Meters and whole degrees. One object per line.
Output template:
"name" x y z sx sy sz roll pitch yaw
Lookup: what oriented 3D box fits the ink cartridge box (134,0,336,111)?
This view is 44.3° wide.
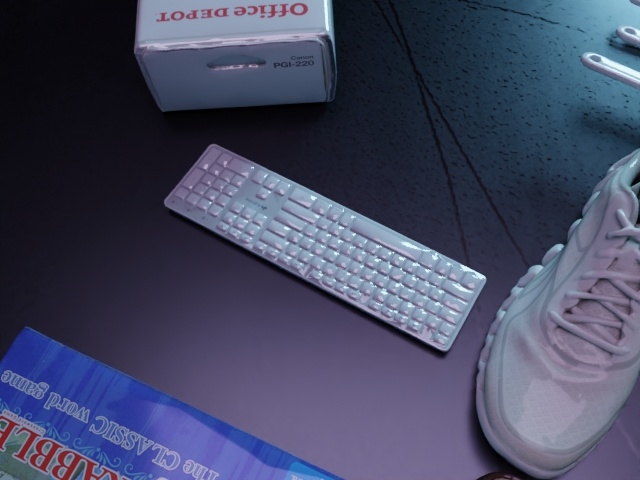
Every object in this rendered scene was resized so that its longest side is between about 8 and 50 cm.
"ink cartridge box" -0.070 -0.228 0.689 0.159 0.092 0.217 -3 63 2

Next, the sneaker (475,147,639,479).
"sneaker" 0.201 0.024 0.542 0.110 0.118 0.292 30 72 14

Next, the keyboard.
"keyboard" 0.000 0.000 0.621 0.256 0.014 0.072 27 69 15

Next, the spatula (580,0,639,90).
"spatula" 0.339 -0.123 0.626 0.242 0.019 0.168 29 52 15

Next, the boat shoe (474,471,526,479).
"boat shoe" 0.167 0.223 0.475 0.073 0.073 0.207 -39 67 -13

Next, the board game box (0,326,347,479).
"board game box" -0.130 0.258 0.479 0.319 0.066 0.318 21 68 13
